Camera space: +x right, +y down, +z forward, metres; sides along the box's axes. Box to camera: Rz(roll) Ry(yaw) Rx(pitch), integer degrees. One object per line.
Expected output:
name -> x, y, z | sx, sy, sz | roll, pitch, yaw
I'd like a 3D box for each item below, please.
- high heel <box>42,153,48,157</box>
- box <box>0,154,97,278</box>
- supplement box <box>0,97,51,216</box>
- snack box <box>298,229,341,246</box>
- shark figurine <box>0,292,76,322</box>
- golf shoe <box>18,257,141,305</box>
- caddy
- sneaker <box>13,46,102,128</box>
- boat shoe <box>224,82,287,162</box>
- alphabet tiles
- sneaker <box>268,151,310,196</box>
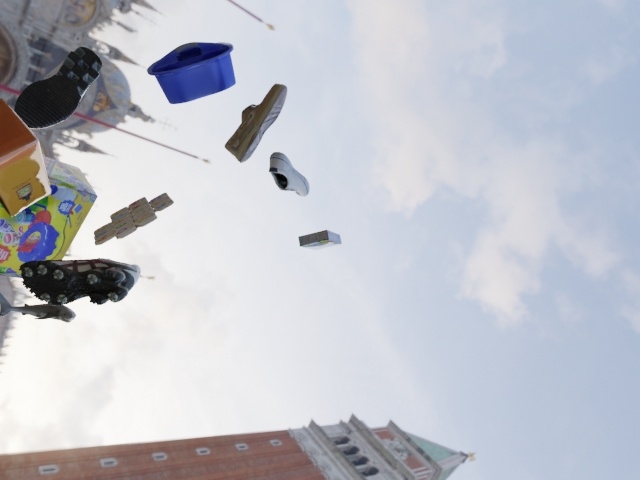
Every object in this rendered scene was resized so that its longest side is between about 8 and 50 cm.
high heel -> -1.099, -0.301, 1.807 | 0.127, 0.181, 0.377 | -59, -160, -19
box -> -0.794, -0.075, 1.243 | 0.177, 0.279, 0.290 | 42, -76, 37
supplement box -> -0.467, -0.113, 0.723 | 0.080, 0.078, 0.233 | 50, -28, -3
snack box -> 0.000, 0.000, 1.561 | 0.100, 0.141, 0.037 | -12, -100, 18
shark figurine -> -1.021, 0.236, 1.783 | 0.166, 0.278, 0.116 | 134, -35, -79
golf shoe -> -0.565, 0.090, 1.143 | 0.272, 0.120, 0.105 | 6, -72, 6
caddy -> -0.490, -0.670, 1.868 | 0.341, 0.179, 0.241 | -20, -142, -8
sneaker -> -0.766, -0.417, 1.399 | 0.146, 0.122, 0.331 | -17, -142, 38
boat shoe -> -0.246, -0.448, 1.792 | 0.110, 0.121, 0.341 | 40, -67, 4
alphabet tiles -> -0.627, -0.080, 1.613 | 0.278, 0.021, 0.284 | -32, -152, -14
sneaker -> -0.125, -0.223, 1.807 | 0.094, 0.258, 0.091 | 4, -114, 31
